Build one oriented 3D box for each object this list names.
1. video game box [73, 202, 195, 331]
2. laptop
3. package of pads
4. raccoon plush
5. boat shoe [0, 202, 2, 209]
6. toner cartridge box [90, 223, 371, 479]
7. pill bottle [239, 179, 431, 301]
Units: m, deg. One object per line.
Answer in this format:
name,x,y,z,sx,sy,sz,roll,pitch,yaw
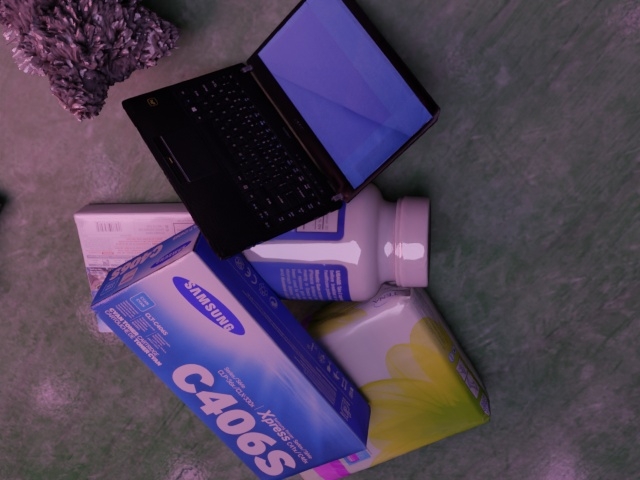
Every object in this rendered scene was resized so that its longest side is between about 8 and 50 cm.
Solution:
video game box,-0.224,0.040,1.132,0.205,0.048,0.187,0,112,10
laptop,-0.049,-0.147,0.913,0.234,0.264,0.136,56,151,19
package of pads,0.051,0.193,1.123,0.297,0.101,0.229,-27,108,20
raccoon plush,-0.322,-0.286,0.812,0.216,0.446,0.299,-39,90,9
boat shoe,-0.543,0.060,1.165,0.105,0.113,0.306,26,100,-9
toner cartridge box,-0.100,0.148,0.998,0.165,0.075,0.348,-28,116,24
pill bottle,0.000,0.000,1.017,0.272,0.152,0.152,1,114,9
